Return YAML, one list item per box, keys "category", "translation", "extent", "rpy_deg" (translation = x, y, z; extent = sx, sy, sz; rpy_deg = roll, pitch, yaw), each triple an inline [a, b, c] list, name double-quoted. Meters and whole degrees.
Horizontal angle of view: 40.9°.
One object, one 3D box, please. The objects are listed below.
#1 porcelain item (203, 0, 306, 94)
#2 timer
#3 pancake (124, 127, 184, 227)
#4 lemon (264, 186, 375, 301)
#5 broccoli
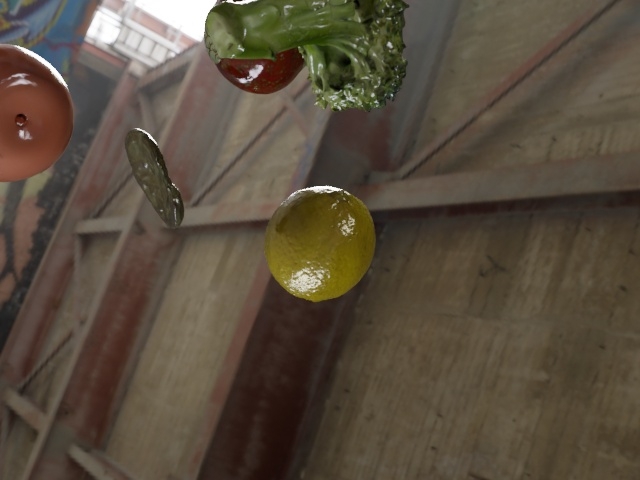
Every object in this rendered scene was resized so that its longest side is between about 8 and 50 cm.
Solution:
- category: "porcelain item"
  translation: [-0.122, -0.445, 1.849]
  extent: [0.253, 0.253, 0.253]
  rpy_deg: [-42, -146, 38]
- category: "timer"
  translation: [-0.528, -0.211, 1.421]
  extent: [0.215, 0.230, 0.229]
  rpy_deg: [20, -95, 51]
- category: "pancake"
  translation: [-0.366, -0.139, 1.915]
  extent: [0.042, 0.236, 0.222]
  rpy_deg: [-30, 174, -23]
- category: "lemon"
  translation: [0.000, 0.000, 1.388]
  extent: [0.178, 0.178, 0.203]
  rpy_deg: [-102, -153, -51]
- category: "broccoli"
  translation: [-0.001, -0.357, 1.508]
  extent: [0.275, 0.353, 0.397]
  rpy_deg: [-40, -161, 46]
